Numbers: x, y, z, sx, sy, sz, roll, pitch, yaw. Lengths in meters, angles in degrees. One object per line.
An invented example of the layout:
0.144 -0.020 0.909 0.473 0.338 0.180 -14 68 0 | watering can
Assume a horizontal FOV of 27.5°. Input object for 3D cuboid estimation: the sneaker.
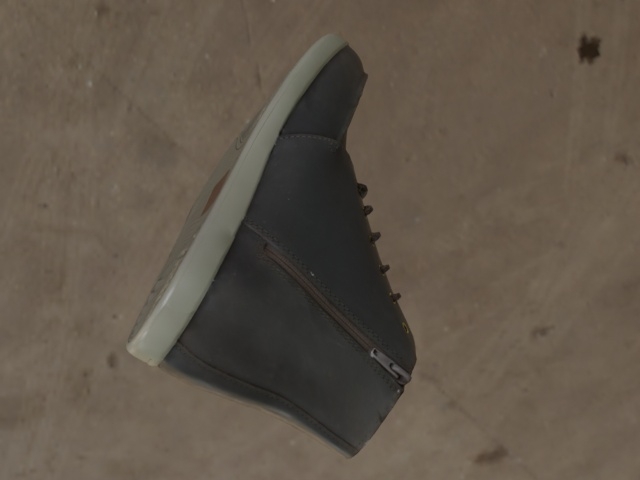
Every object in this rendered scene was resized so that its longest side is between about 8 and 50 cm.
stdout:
0.000 0.000 0.638 0.118 0.222 0.083 33 140 -10 | sneaker
